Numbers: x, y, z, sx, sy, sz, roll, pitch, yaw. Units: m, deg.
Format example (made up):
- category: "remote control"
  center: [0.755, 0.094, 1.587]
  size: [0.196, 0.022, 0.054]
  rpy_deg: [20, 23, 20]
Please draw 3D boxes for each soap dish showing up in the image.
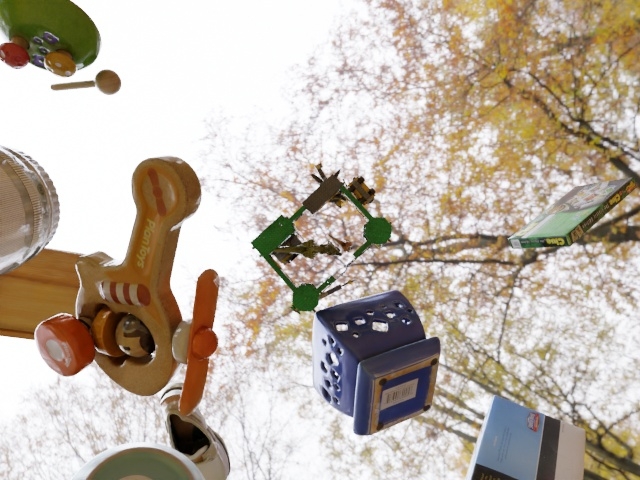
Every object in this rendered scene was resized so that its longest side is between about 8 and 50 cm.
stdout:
- category: "soap dish"
  center: [-0.639, 0.131, 1.223]
  size: [0.290, 0.118, 0.229]
  rpy_deg: [11, -64, -15]

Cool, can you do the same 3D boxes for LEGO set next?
- category: "LEGO set"
  center: [0.000, 0.000, 1.226]
  size: [0.255, 0.192, 0.331]
  rpy_deg: [39, -90, 1]

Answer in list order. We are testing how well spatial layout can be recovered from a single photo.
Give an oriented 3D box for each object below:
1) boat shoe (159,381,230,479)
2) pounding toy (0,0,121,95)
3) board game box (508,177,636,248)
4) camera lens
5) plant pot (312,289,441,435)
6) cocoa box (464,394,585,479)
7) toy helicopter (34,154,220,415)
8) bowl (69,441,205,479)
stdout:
- category: "boat shoe"
  center: [-0.302, 0.487, 1.240]
  size: [0.113, 0.103, 0.302]
  rpy_deg: [-23, -68, -2]
- category: "pounding toy"
  center: [-0.502, -0.337, 0.975]
  size: [0.237, 0.182, 0.110]
  rpy_deg: [71, -162, -60]
- category: "board game box"
  center: [0.522, -0.056, 1.079]
  size: [0.259, 0.136, 0.030]
  rpy_deg: [-32, -75, -26]
- category: "camera lens"
  center: [-0.558, -0.033, 0.772]
  size: [0.219, 0.274, 0.220]
  rpy_deg: [2, -75, 8]
- category: "plant pot"
  center: [0.129, 0.278, 1.169]
  size: [0.235, 0.212, 0.236]
  rpy_deg: [-12, -58, -24]
- category: "cocoa box"
  center: [0.452, 0.581, 1.203]
  size: [0.347, 0.227, 0.232]
  rpy_deg: [-41, -37, -54]
- category: "toy helicopter"
  center: [-0.212, 0.063, 0.662]
  size: [0.140, 0.235, 0.355]
  rpy_deg: [-34, -29, -58]
- category: "bowl"
  center: [-0.297, 0.454, 0.834]
  size: [0.311, 0.311, 0.163]
  rpy_deg: [-3, -52, -36]
